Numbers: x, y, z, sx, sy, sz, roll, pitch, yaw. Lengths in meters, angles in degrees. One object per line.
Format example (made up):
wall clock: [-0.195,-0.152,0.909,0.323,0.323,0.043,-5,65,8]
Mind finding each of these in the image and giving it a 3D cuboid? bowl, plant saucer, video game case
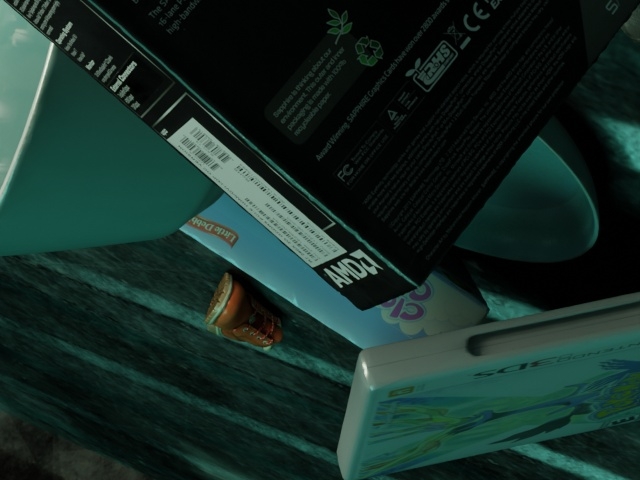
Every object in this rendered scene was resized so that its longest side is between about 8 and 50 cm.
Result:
bowl: [-0.135,-0.121,1.291,0.163,0.312,0.311,15,168,-22]
plant saucer: [0.066,-0.086,1.428,0.317,0.044,0.317,27,163,9]
video game case: [0.168,0.114,1.537,0.300,0.036,0.329,-11,163,-6]

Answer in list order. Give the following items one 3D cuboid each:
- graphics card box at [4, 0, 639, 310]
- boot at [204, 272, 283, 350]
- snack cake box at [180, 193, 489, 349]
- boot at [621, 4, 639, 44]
graphics card box: [-0.036,-0.171,0.946,0.371,0.233,0.094,40,160,-6]
boot: [-0.079,0.081,2.113,0.084,0.059,0.158,24,171,6]
snack cake box: [0.000,0.000,1.602,0.264,0.089,0.152,33,-172,-13]
boot: [0.264,-0.101,1.034,0.229,0.091,0.263,19,157,47]
